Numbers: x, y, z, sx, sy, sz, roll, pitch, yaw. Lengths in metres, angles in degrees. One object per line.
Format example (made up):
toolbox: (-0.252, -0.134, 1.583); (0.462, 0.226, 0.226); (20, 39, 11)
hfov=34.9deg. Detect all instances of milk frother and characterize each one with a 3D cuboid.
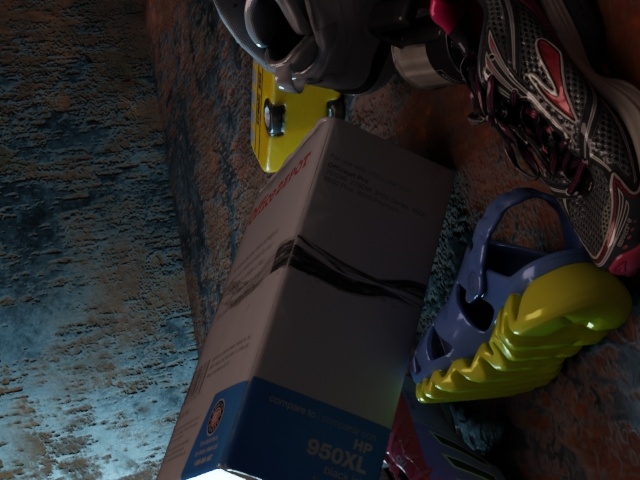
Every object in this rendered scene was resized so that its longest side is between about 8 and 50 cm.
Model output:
milk frother: (0.131, -0.223, 0.962); (0.143, 0.129, 0.135); (-55, 19, -6)

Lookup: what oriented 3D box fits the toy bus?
toy bus: (-0.031, -0.252, 1.417); (0.130, 0.108, 0.332); (-115, 23, -48)

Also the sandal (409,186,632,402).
sandal: (0.165, 0.059, 0.923); (0.317, 0.126, 0.138); (125, 138, -58)

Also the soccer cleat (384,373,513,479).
soccer cleat: (0.116, 0.246, 1.116); (0.108, 0.116, 0.318); (-58, 29, 15)

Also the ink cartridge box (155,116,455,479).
ink cartridge box: (-0.020, 0.103, 1.132); (0.285, 0.166, 0.394); (-39, 31, 63)

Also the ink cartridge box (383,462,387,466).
ink cartridge box: (0.068, 0.220, 1.392); (0.104, 0.062, 0.181); (129, 130, -67)

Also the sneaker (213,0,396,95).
sneaker: (-0.015, -0.334, 1.116); (0.137, 0.210, 0.365); (-3, 101, 32)

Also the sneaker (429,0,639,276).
sneaker: (0.178, -0.099, 0.809); (0.120, 0.112, 0.299); (107, 149, -54)

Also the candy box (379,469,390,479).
candy box: (0.033, 0.381, 1.535); (0.316, 0.088, 0.182); (-123, 30, -53)
